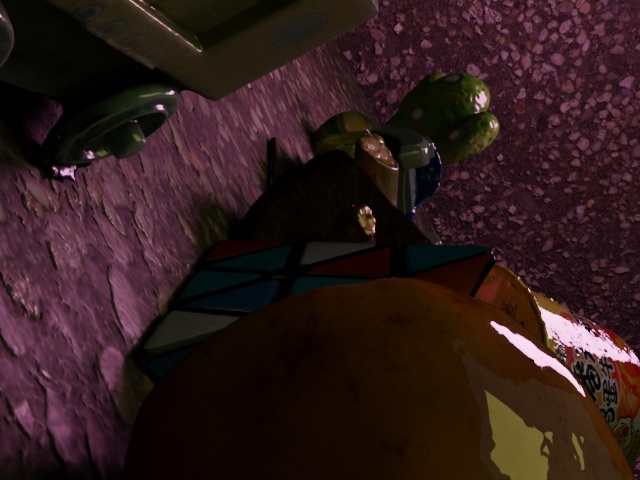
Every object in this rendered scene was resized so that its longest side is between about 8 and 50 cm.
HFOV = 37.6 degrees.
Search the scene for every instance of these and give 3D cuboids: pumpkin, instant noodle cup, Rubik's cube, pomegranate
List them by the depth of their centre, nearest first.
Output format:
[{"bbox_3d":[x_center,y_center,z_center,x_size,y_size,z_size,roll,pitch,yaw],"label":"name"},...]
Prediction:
[{"bbox_3d":[0.030,0.150,0.477,0.264,0.264,0.264,60,12,-21],"label":"pomegranate"},{"bbox_3d":[-0.067,0.059,0.712,0.250,0.284,0.234,43,22,29],"label":"Rubik's cube"},{"bbox_3d":[0.040,0.038,0.908,0.317,0.139,0.222,55,-3,39],"label":"pumpkin"},{"bbox_3d":[0.213,0.167,1.019,0.200,0.264,0.264,17,40,-32],"label":"instant noodle cup"}]

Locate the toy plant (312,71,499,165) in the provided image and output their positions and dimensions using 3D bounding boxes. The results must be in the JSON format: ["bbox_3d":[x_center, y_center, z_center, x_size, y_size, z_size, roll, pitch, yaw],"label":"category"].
[{"bbox_3d":[0.157,-0.188,1.672,0.184,0.315,0.224,54,17,-40],"label":"toy plant"}]

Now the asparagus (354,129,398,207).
[{"bbox_3d":[0.064,0.002,1.156,0.067,0.060,0.278,-131,-144,-49],"label":"asparagus"}]

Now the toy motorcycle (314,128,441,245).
[{"bbox_3d":[0.087,-0.081,1.354,0.326,0.199,0.191,-98,-178,-72],"label":"toy motorcycle"}]

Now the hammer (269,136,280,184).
[{"bbox_3d":[-0.057,-0.076,1.184,0.292,0.029,0.058,-98,162,-62],"label":"hammer"}]

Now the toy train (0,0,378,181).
[{"bbox_3d":[-0.115,-0.161,0.499,0.160,0.253,0.397,65,10,7],"label":"toy train"}]
